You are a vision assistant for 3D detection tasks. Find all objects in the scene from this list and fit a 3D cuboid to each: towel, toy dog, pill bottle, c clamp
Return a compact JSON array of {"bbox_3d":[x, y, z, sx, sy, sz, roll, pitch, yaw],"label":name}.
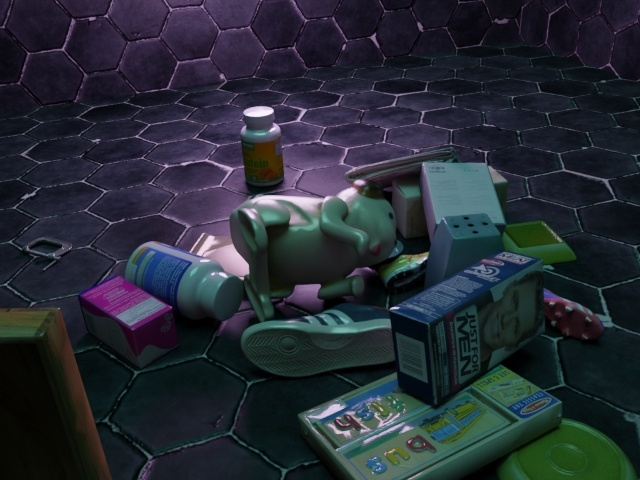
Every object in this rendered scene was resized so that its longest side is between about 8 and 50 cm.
[{"bbox_3d":[0.263,-0.206,1.969,0.317,0.053,0.332,-10,-3,17],"label":"towel"},{"bbox_3d":[0.000,0.000,1.636,0.408,0.284,0.395,-12,23,-17],"label":"toy dog"},{"bbox_3d":[-0.198,-0.319,2.211,0.137,0.245,0.136,-2,30,1],"label":"pill bottle"},{"bbox_3d":[-0.795,0.029,1.883,0.161,0.022,0.137,15,35,28],"label":"c clamp"},{"bbox_3d":[-0.326,0.104,1.583,0.272,0.152,0.152,16,35,29],"label":"pill bottle"}]

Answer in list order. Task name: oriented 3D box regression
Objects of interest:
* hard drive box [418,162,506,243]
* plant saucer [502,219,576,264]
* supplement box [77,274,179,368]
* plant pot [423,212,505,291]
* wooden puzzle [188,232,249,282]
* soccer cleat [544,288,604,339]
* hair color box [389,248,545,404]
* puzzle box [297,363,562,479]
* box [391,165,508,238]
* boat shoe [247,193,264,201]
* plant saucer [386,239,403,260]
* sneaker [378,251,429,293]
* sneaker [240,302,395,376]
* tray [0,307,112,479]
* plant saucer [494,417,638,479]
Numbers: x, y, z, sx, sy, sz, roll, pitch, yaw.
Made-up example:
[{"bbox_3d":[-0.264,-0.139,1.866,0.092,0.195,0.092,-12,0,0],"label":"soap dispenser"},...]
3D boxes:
[{"bbox_3d":[0.367,-0.097,1.722,0.181,0.089,0.232,0,48,-2],"label":"hard drive box"},{"bbox_3d":[0.574,0.001,1.790,0.188,0.045,0.188,-7,30,-7],"label":"plant saucer"},{"bbox_3d":[-0.440,0.182,1.497,0.220,0.111,0.114,24,38,37],"label":"supplement box"},{"bbox_3d":[0.339,0.065,1.510,0.166,0.234,0.165,-5,29,-4],"label":"plant pot"},{"bbox_3d":[-0.238,0.056,1.776,0.239,0.044,0.221,7,31,8],"label":"wooden puzzle"},{"bbox_3d":[0.537,0.151,1.503,0.248,0.083,0.095,21,33,39],"label":"soccer cleat"},{"bbox_3d":[0.300,0.159,1.290,0.347,0.173,0.105,-23,24,-34],"label":"hair color box"},{"bbox_3d":[0.196,0.329,1.204,0.409,0.052,0.272,-18,25,-25],"label":"puzzle box"},{"bbox_3d":[0.372,-0.113,1.907,0.311,0.147,0.121,-10,31,-10],"label":"box"},{"bbox_3d":[-0.222,-0.097,2.038,0.040,0.049,0.142,-22,14,43],"label":"boat shoe"},{"bbox_3d":[0.168,0.027,1.803,0.120,0.021,0.119,-2,29,1],"label":"plant saucer"},{"bbox_3d":[0.241,0.062,1.678,0.209,0.081,0.094,-15,30,-20],"label":"sneaker"},{"bbox_3d":[0.004,0.203,1.425,0.350,0.131,0.148,0,23,-6],"label":"sneaker"},{"bbox_3d":[-0.461,0.289,1.011,0.203,0.410,0.076,-1,29,3],"label":"tray"},{"bbox_3d":[0.427,0.388,1.137,0.241,0.037,0.241,-2,29,1],"label":"plant saucer"}]
